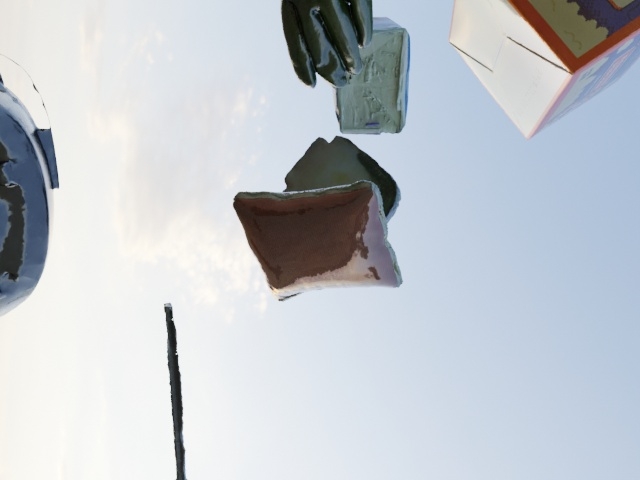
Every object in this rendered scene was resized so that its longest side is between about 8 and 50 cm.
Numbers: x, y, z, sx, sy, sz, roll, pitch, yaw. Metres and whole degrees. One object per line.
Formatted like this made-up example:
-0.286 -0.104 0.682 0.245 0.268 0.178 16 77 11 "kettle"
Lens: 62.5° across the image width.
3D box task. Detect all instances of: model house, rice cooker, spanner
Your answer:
0.041 -0.057 1.249 0.243 0.284 0.298 41 -86 14 "model house"
-0.263 -0.035 0.373 0.118 0.142 0.203 36 -53 54 "rice cooker"
-0.188 0.244 0.694 0.093 0.026 0.325 172 -85 -73 "spanner"

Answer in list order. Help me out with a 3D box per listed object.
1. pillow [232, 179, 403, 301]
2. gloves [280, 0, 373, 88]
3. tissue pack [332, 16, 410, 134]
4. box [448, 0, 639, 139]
0.000 0.000 0.648 0.179 0.171 0.075 -6 -141 17 "pillow"
0.015 -0.310 0.602 0.135 0.107 0.268 28 -66 49 "gloves"
0.096 -0.348 1.093 0.263 0.146 0.198 -93 -179 -63 "tissue pack"
0.455 -0.438 1.038 0.257 0.349 0.318 -35 -103 3 "box"
